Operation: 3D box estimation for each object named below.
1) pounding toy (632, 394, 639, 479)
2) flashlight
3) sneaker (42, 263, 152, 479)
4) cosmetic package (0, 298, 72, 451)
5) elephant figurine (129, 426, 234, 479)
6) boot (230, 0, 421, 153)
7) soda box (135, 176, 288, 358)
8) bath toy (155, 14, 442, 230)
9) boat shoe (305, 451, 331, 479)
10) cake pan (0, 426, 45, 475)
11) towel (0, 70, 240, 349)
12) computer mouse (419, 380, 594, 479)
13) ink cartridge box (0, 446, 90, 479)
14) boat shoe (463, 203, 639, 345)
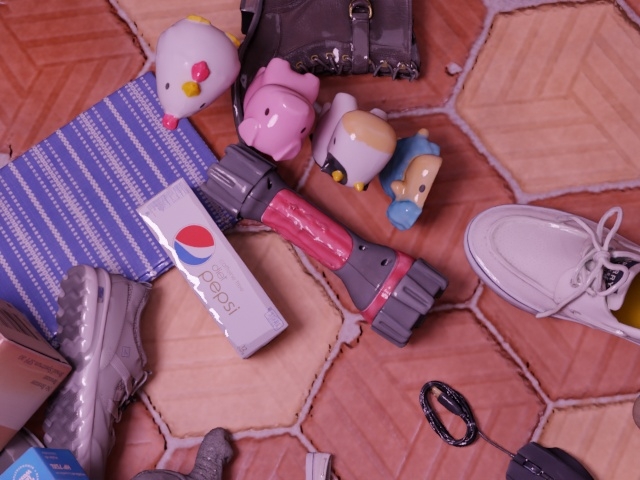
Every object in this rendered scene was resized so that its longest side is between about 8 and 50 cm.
[{"bbox_3d":[0.432,0.271,1.397,0.182,0.110,0.237,-3,75,6],"label":"pounding toy"},{"bbox_3d":[0.000,0.000,1.509,0.304,0.103,0.103,35,52,6],"label":"flashlight"},{"bbox_3d":[-0.245,0.172,1.505,0.115,0.105,0.281,6,92,-35],"label":"sneaker"},{"bbox_3d":[-0.435,0.197,1.412,0.129,0.153,0.296,41,90,25],"label":"cosmetic package"},{"bbox_3d":[-0.199,0.331,1.440,0.169,0.186,0.240,-21,65,26],"label":"elephant figurine"},{"bbox_3d":[0.010,-0.221,1.598,0.228,0.091,0.263,6,82,0],"label":"boot"},{"bbox_3d":[-0.125,0.035,1.523,0.069,0.074,0.216,-35,87,-5],"label":"soda box"},{"bbox_3d":[-0.035,-0.133,1.482,0.348,0.151,0.129,25,75,-14],"label":"bath toy"},{"bbox_3d":[0.002,0.291,1.481,0.035,0.035,0.100,-4,68,8],"label":"boat shoe"},{"bbox_3d":[-0.432,0.332,1.483,0.293,0.054,0.293,-5,73,16],"label":"cake pan"},{"bbox_3d":[-0.284,-0.030,1.608,0.336,0.040,0.243,-35,72,-6],"label":"towel"},{"bbox_3d":[0.212,0.237,1.468,0.242,0.041,0.071,33,81,15],"label":"computer mouse"},{"bbox_3d":[-0.261,0.341,1.321,0.134,0.078,0.231,-43,67,7],"label":"ink cartridge box"},{"bbox_3d":[0.326,0.046,1.444,0.367,0.156,0.136,29,78,17],"label":"boat shoe"}]
